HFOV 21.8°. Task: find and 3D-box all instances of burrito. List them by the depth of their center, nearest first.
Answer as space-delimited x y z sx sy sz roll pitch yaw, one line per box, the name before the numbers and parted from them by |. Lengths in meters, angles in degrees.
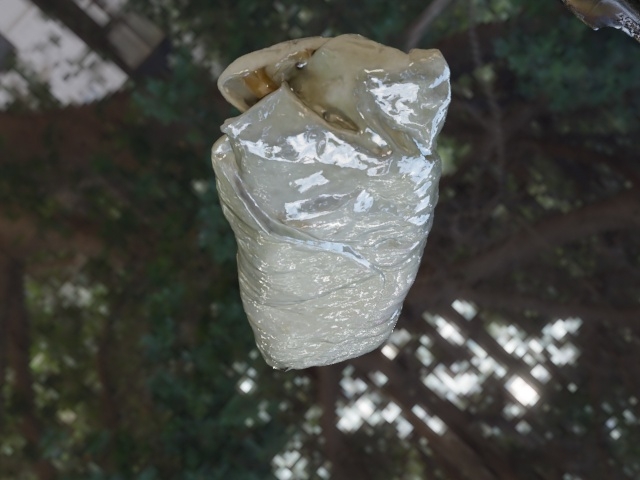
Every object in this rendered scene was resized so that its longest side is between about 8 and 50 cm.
burrito | 0.000 0.000 0.653 0.275 0.082 0.059 96 -12 -70

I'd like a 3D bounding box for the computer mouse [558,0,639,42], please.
computer mouse | 0.177 -0.154 0.769 0.146 0.242 0.077 -52 -172 0
